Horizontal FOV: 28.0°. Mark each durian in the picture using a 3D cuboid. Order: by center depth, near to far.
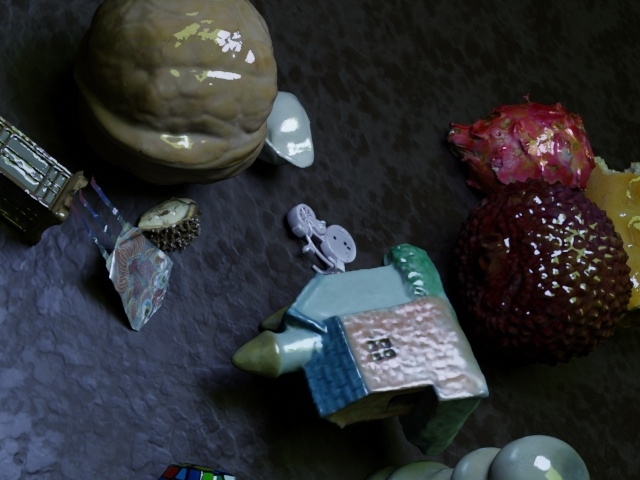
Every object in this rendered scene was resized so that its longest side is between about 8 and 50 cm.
[{"bbox_3d":[-0.205,-0.021,1.797,0.066,0.052,0.130,27,32,24],"label":"durian"}]

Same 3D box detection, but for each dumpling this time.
[{"bbox_3d":[-0.085,-0.172,1.946,0.134,0.100,0.169,2,63,-29],"label":"dumpling"}]

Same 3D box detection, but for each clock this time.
[{"bbox_3d":[0.000,0.000,1.963,0.129,0.041,0.087,39,42,-26],"label":"clock"}]

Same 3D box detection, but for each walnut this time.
[{"bbox_3d":[-0.197,-0.215,1.727,0.285,0.296,0.285,12,48,-13],"label":"walnut"}]

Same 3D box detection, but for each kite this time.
[{"bbox_3d":[-0.261,0.004,1.674,0.229,0.016,0.127,64,33,-35],"label":"kite"}]

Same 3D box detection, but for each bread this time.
[{"bbox_3d":[0.535,0.002,2.353,0.149,0.195,0.344,38,42,-49],"label":"bread"}]

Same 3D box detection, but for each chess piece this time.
[{"bbox_3d":[0.217,0.354,1.741,0.182,0.330,0.182,21,55,-33],"label":"chess piece"}]

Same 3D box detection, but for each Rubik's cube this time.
[{"bbox_3d":[-0.154,0.333,1.569,0.112,0.133,0.133,-17,77,-19],"label":"Rubik's cube"}]

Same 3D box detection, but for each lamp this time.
[{"bbox_3d":[-0.448,-0.133,1.589,0.325,0.090,0.089,40,44,-19],"label":"lamp"}]

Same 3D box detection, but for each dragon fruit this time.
[{"bbox_3d":[0.352,-0.150,2.269,0.268,0.210,0.205,12,22,8],"label":"dragon fruit"}]

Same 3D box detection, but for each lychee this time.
[{"bbox_3d":[0.364,0.052,2.087,0.330,0.306,0.306,14,57,-41],"label":"lychee"}]

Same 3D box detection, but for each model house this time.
[{"bbox_3d":[0.019,0.167,1.774,0.325,0.194,0.267,-5,55,-24],"label":"model house"}]
